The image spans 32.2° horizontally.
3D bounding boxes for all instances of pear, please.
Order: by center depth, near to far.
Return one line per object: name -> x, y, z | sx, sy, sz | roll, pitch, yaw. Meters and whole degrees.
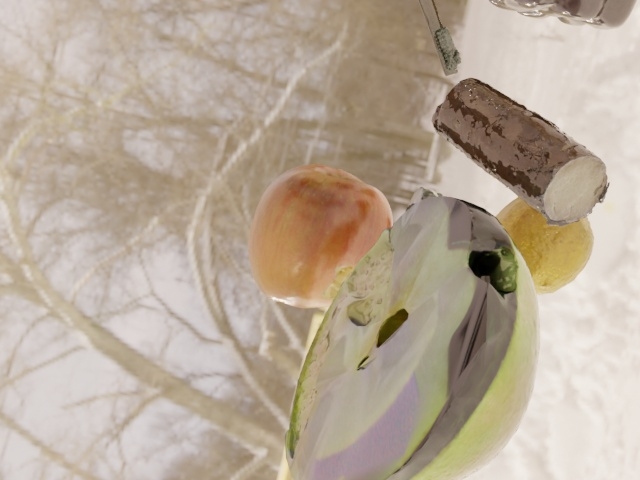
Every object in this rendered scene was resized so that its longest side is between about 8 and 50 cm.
pear -> 0.136, 0.154, 1.333 | 0.399, 0.165, 0.399 | -45, 27, 31

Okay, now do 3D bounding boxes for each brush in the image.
brush -> 0.191, -0.366, 1.839 | 0.027, 0.034, 0.190 | -25, 83, 56

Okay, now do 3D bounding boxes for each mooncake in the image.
mooncake -> 0.447, -0.484, 2.046 | 0.306, 0.306, 0.154 | -64, -12, -79

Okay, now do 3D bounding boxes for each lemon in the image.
lemon -> 0.419, 0.006, 2.127 | 0.231, 0.192, 0.192 | -44, -5, -3

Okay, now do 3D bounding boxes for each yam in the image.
yam -> 0.292, -0.140, 1.653 | 0.279, 0.131, 0.131 | 44, 135, 39

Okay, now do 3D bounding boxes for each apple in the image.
apple -> 0.000, 0.000, 1.898 | 0.242, 0.242, 0.241 | -65, -8, -78

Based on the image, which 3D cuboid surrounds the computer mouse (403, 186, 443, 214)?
computer mouse -> 0.118, 0.085, 1.610 | 0.197, 0.095, 0.331 | 117, 162, -83
